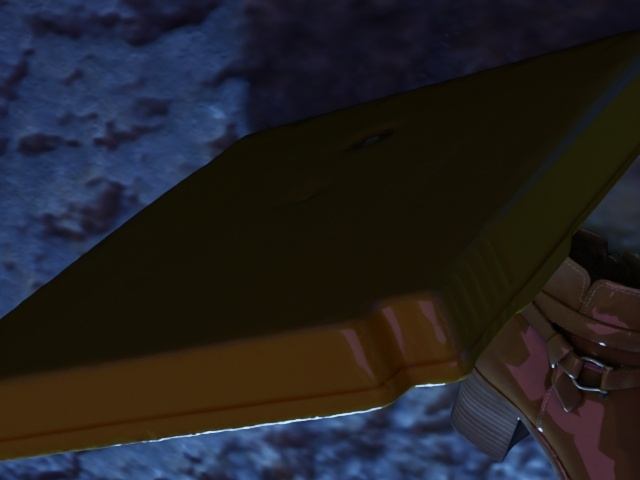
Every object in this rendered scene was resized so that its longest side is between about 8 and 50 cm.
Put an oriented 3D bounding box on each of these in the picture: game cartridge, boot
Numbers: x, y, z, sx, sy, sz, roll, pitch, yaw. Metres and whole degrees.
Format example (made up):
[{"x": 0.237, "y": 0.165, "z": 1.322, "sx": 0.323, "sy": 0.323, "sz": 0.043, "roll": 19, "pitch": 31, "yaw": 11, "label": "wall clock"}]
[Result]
[{"x": 0.000, "y": 0.000, "z": 0.741, "sx": 0.285, "sy": 0.324, "sz": 0.052, "roll": -12, "pitch": 110, "yaw": 35, "label": "game cartridge"}, {"x": 0.175, "y": 0.086, "z": 0.862, "sx": 0.197, "sy": 0.073, "sz": 0.152, "roll": 26, "pitch": 124, "yaw": 10, "label": "boot"}]
